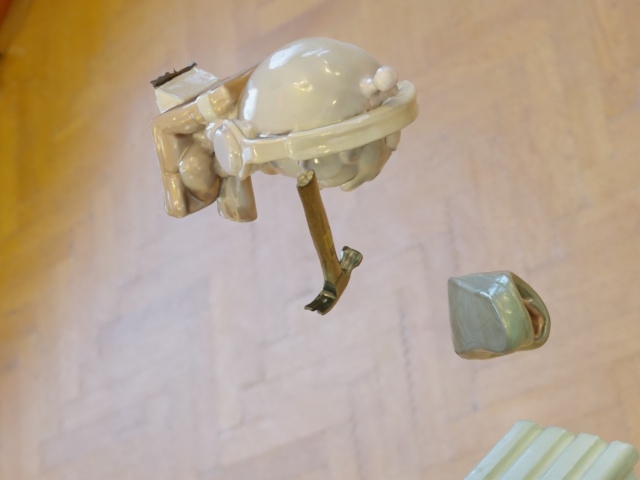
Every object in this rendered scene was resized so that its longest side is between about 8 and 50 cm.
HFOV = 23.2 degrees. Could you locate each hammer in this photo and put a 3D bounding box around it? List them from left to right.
[{"bbox_3d":[0.000,0.000,1.087,0.017,0.182,0.062,23,71,18],"label":"hammer"}]

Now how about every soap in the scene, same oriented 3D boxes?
[{"bbox_3d":[0.198,0.304,1.587,0.159,0.088,0.265,7,36,44],"label":"soap"}]

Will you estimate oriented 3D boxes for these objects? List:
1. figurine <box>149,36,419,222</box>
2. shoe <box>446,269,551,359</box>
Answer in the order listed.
[{"bbox_3d":[-0.023,-0.084,1.221,0.236,0.162,0.141,-7,107,38],"label":"figurine"},{"bbox_3d":[0.208,0.082,1.764,0.251,0.100,0.103,164,95,-82],"label":"shoe"}]
